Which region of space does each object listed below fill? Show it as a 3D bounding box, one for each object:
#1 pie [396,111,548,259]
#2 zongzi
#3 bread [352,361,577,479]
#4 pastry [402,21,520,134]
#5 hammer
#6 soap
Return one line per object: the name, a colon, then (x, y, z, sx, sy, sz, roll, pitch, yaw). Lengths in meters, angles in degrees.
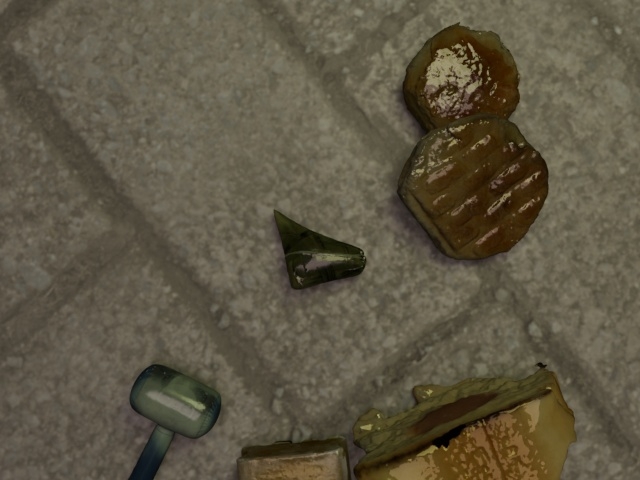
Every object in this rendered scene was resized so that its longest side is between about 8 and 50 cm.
pie: (0.198, -0.068, 0.836, 0.195, 0.046, 0.195, -3, 114, -8)
zongzi: (0.000, 0.000, 0.870, 0.104, 0.052, 0.113, -13, 75, -7)
bread: (0.178, 0.219, 0.790, 0.224, 0.183, 0.211, 28, 87, -1)
pastry: (0.182, -0.199, 0.854, 0.153, 0.081, 0.153, 0, 86, -3)
hammer: (-0.212, 0.262, 0.853, 0.116, 0.069, 0.194, 26, 93, 0)
soap: (-0.024, 0.376, 0.841, 0.140, 0.073, 0.232, -6, 89, 5)
